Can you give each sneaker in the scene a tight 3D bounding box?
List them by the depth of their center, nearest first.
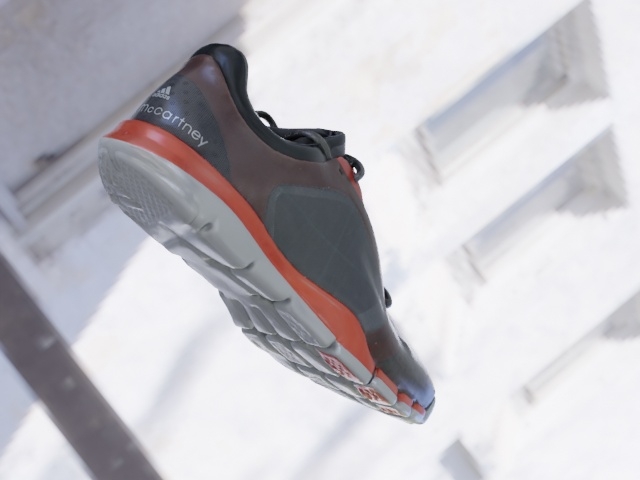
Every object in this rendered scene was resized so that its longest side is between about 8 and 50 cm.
[{"bbox_3d":[0.000,0.000,0.531,0.061,0.065,0.158,17,-24,45],"label":"sneaker"}]
